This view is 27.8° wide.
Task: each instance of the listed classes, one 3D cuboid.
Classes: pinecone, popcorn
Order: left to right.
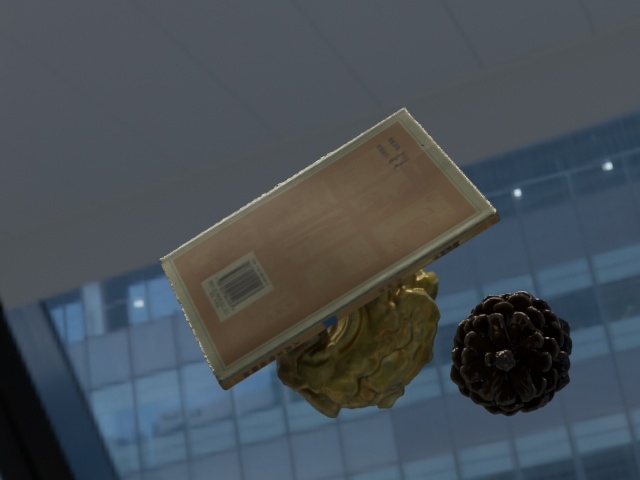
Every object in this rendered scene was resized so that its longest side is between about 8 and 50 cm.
[{"bbox_3d":[0.051,0.102,1.384,0.140,0.194,0.163,29,-6,44],"label":"popcorn"},{"bbox_3d":[0.276,0.171,1.917,0.169,0.185,0.212,4,6,30],"label":"pinecone"}]

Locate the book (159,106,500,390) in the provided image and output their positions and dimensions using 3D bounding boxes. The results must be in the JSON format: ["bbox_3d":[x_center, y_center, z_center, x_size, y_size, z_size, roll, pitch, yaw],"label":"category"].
[{"bbox_3d":[0.000,0.001,1.012,0.242,0.170,0.018,-31,-50,-2],"label":"book"}]
